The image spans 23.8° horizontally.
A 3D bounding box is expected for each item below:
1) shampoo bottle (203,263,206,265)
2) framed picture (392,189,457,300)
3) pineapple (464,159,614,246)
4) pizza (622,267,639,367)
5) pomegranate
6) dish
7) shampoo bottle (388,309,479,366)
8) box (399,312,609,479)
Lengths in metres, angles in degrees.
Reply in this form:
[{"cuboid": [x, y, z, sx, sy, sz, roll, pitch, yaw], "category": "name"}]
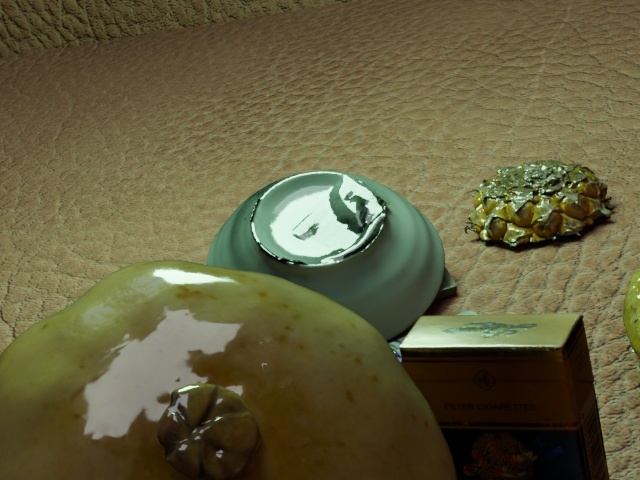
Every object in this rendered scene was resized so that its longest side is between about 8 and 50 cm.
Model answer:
[{"cuboid": [-0.137, 0.065, 2.045, 0.360, 0.078, 0.134, -18, 21, -10], "category": "shampoo bottle"}, {"cuboid": [0.071, 0.019, 1.992, 0.150, 0.015, 0.203, -16, 47, -14], "category": "framed picture"}, {"cuboid": [0.298, -0.059, 2.096, 0.225, 0.076, 0.225, -12, 19, 4], "category": "pineapple"}, {"cuboid": [0.457, 0.075, 1.601, 0.278, 0.114, 0.409, -16, 22, -3], "category": "pizza"}, {"cuboid": [-0.088, 0.209, 1.204, 0.412, 0.411, 0.411, -12, 21, 5], "category": "pomegranate"}, {"cuboid": [0.000, 0.000, 1.929, 0.317, 0.106, 0.316, -4, 45, 4], "category": "dish"}, {"cuboid": [0.050, 0.171, 1.643, 0.303, 0.092, 0.092, -23, 23, -21], "category": "shampoo bottle"}, {"cuboid": [0.169, 0.183, 1.334, 0.152, 0.237, 0.070, -3, 20, 27], "category": "box"}]
